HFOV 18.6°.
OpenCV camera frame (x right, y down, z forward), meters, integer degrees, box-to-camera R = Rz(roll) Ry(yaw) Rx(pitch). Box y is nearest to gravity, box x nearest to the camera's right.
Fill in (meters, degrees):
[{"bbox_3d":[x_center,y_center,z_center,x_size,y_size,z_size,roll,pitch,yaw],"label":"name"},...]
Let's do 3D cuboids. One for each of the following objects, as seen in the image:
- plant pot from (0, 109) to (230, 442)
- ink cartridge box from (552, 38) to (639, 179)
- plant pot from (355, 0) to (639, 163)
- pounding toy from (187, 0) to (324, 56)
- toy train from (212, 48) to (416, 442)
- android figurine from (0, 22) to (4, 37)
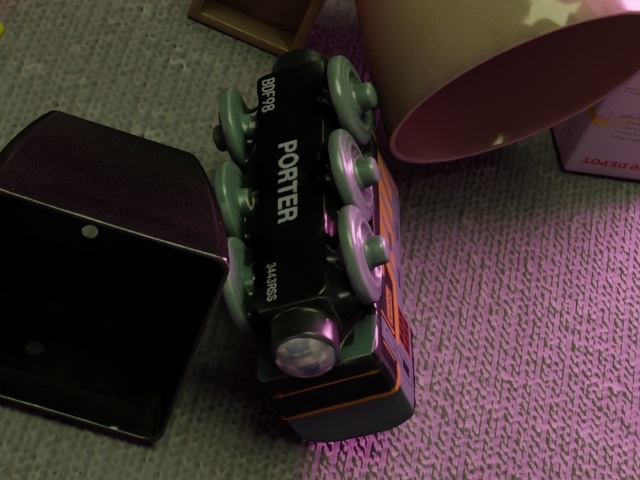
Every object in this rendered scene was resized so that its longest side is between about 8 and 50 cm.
[{"bbox_3d":[-0.176,0.009,1.479,0.187,0.188,0.167,17,36,-9],"label":"plant pot"},{"bbox_3d":[0.303,-0.159,1.821,0.128,0.176,0.127,8,47,-19],"label":"ink cartridge box"},{"bbox_3d":[0.127,-0.246,1.674,0.256,0.256,0.274,-13,73,-31],"label":"plant pot"},{"bbox_3d":[-0.030,-0.257,1.782,0.130,0.141,0.100,23,46,-4],"label":"pounding toy"},{"bbox_3d":[0.000,0.000,1.559,0.142,0.190,0.334,-16,43,13],"label":"toy train"},{"bbox_3d":[-0.399,-0.182,1.619,0.272,0.056,0.248,-14,59,-31],"label":"android figurine"}]
